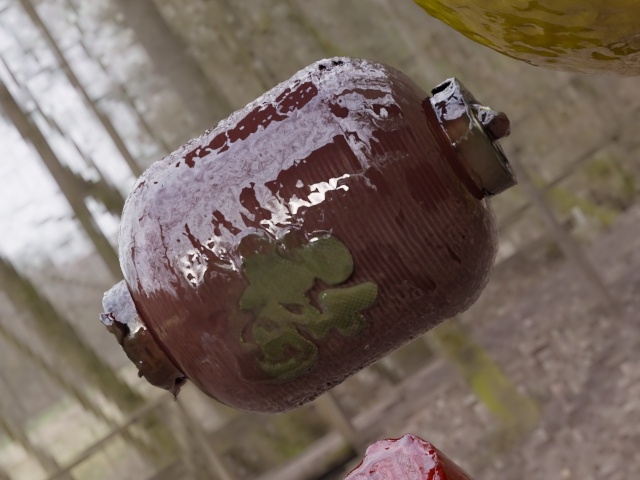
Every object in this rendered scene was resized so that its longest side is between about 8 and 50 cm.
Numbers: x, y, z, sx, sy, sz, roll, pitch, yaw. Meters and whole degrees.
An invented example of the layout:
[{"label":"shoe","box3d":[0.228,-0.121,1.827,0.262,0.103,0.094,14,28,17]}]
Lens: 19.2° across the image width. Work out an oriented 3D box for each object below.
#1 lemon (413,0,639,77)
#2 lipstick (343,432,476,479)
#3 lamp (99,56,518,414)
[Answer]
[{"label":"lemon","box3d":[0.087,-0.155,0.595,0.204,0.204,0.260,-32,-37,17]},{"label":"lipstick","box3d":[0.113,0.192,0.935,0.073,0.280,0.073,-28,40,26]},{"label":"lamp","box3d":[0.000,0.000,1.090,0.258,0.180,0.180,-30,-1,9]}]
